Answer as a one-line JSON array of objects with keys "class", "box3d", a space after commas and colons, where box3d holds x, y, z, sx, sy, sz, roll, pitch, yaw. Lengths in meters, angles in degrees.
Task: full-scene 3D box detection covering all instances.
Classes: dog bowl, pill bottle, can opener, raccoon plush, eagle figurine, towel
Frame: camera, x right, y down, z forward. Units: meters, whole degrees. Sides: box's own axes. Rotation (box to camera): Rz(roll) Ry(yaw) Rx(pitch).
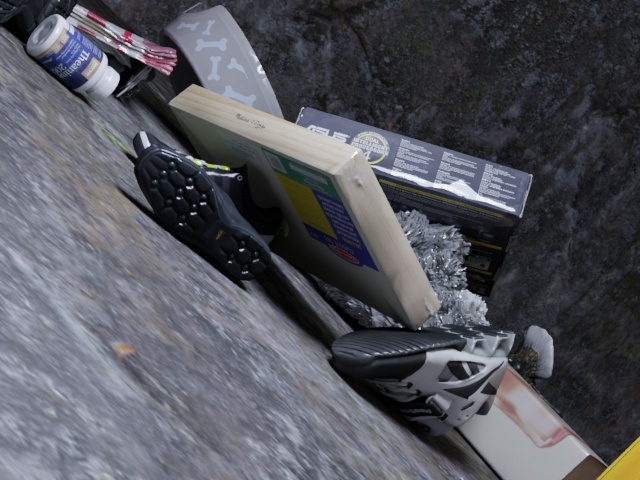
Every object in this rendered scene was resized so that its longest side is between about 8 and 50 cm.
[{"class": "dog bowl", "box3d": [-0.173, -0.251, 2.345, 0.348, 0.102, 0.349, 58, -14, 23]}, {"class": "pill bottle", "box3d": [-0.328, -0.241, 1.782, 0.120, 0.067, 0.067, 41, 5, -34]}, {"class": "can opener", "box3d": [-0.327, -0.292, 2.229, 0.095, 0.076, 0.283, 47, 3, -15]}, {"class": "raccoon plush", "box3d": [0.067, 0.091, 2.053, 0.446, 0.216, 0.299, 14, 25, -9]}, {"class": "eagle figurine", "box3d": [0.345, 0.268, 2.401, 0.225, 0.226, 0.298, 21, -6, 40]}, {"class": "towel", "box3d": [-0.378, -0.361, 2.130, 0.329, 0.037, 0.237, 27, 6, -11]}]

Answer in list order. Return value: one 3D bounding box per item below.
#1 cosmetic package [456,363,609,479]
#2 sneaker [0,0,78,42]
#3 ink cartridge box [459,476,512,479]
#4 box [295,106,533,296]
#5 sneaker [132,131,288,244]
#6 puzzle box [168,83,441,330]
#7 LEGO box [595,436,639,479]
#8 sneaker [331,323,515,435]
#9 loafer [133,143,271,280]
[{"class": "cosmetic package", "box3d": [0.315, 0.305, 2.099, 0.296, 0.129, 0.153, 48, 5, 41]}, {"class": "sneaker", "box3d": [-0.416, -0.345, 1.774, 0.130, 0.109, 0.286, 39, 1, 11]}, {"class": "ink cartridge box", "box3d": [0.304, 0.398, 1.584, 0.186, 0.065, 0.311, 40, 4, -45]}, {"class": "box", "box3d": [0.133, -0.055, 2.255, 0.395, 0.097, 0.318, 17, -25, 6]}, {"class": "sneaker", "box3d": [-0.140, -0.076, 1.743, 0.235, 0.097, 0.084, 43, 4, -16]}, {"class": "puzzle box", "box3d": [-0.027, -0.052, 1.774, 0.409, 0.052, 0.272, 27, -28, 50]}, {"class": "LEGO box", "box3d": [0.601, 0.450, 1.746, 0.500, 0.372, 0.193, 48, 5, 36]}, {"class": "sneaker", "box3d": [0.137, 0.186, 1.719, 0.122, 0.146, 0.330, 11, 5, 43]}, {"class": "loafer", "box3d": [-0.142, -0.034, 1.527, 0.223, 0.076, 0.078, 47, -4, -40]}]
